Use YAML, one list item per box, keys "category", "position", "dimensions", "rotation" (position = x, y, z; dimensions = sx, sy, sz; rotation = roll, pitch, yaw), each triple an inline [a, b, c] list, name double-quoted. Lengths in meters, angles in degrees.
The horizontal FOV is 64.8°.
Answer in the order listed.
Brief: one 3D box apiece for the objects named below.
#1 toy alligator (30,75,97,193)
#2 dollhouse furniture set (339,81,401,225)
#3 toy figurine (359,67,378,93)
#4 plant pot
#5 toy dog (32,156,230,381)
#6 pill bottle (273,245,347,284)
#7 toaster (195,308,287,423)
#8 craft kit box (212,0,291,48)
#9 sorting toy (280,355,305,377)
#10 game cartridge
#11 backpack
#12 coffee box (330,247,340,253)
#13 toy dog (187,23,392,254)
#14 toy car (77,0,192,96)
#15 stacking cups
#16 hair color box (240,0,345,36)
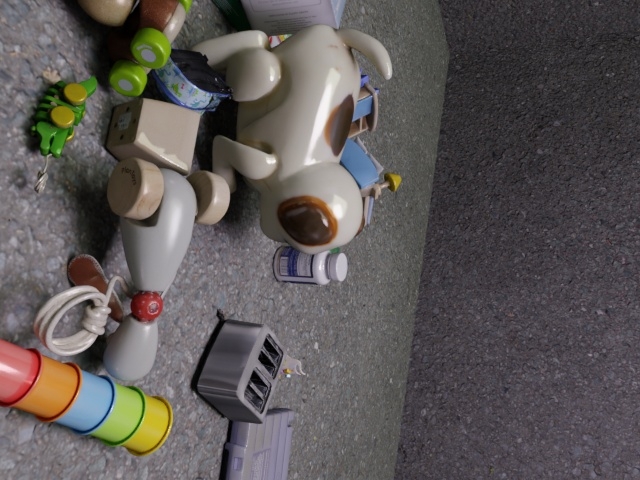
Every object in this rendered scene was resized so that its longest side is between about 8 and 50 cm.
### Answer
- category: "toy alligator"
  position: [-0.358, -0.153, 0.673]
  dimensions: [0.051, 0.056, 0.190]
  rotation: [23, 65, -18]
- category: "dollhouse furniture set"
  position: [0.109, -0.175, 1.239]
  dimensions: [0.303, 0.198, 0.286]
  rotation: [56, -15, 27]
- category: "toy figurine"
  position: [0.065, -0.382, 1.374]
  dimensions: [0.362, 0.217, 0.191]
  rotation: [-45, 131, -56]
- category: "plant pot"
  position: [-0.271, -0.165, 0.800]
  dimensions: [0.096, 0.109, 0.109]
  rotation: [22, 71, -54]
- category: "toy dog"
  position: [-0.277, 0.020, 0.754]
  dimensions: [0.334, 0.161, 0.220]
  rotation: [-60, 140, -12]
- category: "pill bottle"
  position: [-0.024, 0.063, 1.258]
  dimensions: [0.094, 0.169, 0.094]
  rotation: [2, 90, -65]
- category: "toaster"
  position: [-0.161, 0.265, 1.043]
  dimensions: [0.186, 0.110, 0.168]
  rotation: [64, 35, -44]
- category: "craft kit box"
  position: [-0.135, -0.564, 1.128]
  dimensions: [0.250, 0.060, 0.247]
  rotation: [35, 57, -61]
- category: "sorting toy"
  position: [-0.077, 0.318, 1.267]
  dimensions: [0.045, 0.075, 0.083]
  rotation: [-61, 143, -45]
- category: "game cartridge"
  position: [-0.151, 0.573, 1.145]
  dimensions: [0.230, 0.068, 0.355]
  rotation: [25, 69, -59]
- category: "backpack"
  position: [-0.223, -0.261, 0.842]
  dimensions: [0.105, 0.084, 0.114]
  rotation: [52, 22, 4]
- category: "coffee box"
  position: [0.000, 0.000, 1.459]
  dimensions: [0.184, 0.040, 0.113]
  rotation: [68, 34, -40]
- category: "toy dog"
  position: [-0.031, -0.176, 0.994]
  dimensions: [0.284, 0.395, 0.408]
  rotation: [-10, 91, -74]
- category: "toy car"
  position: [-0.305, -0.337, 0.727]
  dimensions: [0.188, 0.149, 0.155]
  rotation: [31, 49, -32]
- category: "stacking cups"
  position: [-0.335, 0.211, 0.697]
  dimensions: [0.316, 0.096, 0.096]
  rotation: [56, 42, -47]
- category: "hair color box"
  position: [-0.086, -0.564, 0.902]
  dimensions: [0.374, 0.185, 0.114]
  rotation: [66, 30, -53]
